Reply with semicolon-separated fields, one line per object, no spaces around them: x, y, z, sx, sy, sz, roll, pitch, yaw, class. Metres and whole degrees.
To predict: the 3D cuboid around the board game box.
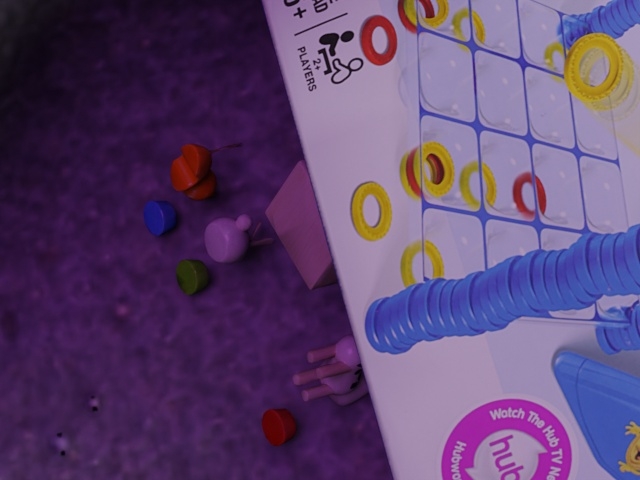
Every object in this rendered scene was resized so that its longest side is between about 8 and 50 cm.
0.150;-0.044;0.610;0.302;0.086;0.308;-22;58;10;board game box

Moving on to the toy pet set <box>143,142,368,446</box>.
0.000;0.000;0.756;0.122;0.065;0.114;59;140;21;toy pet set
